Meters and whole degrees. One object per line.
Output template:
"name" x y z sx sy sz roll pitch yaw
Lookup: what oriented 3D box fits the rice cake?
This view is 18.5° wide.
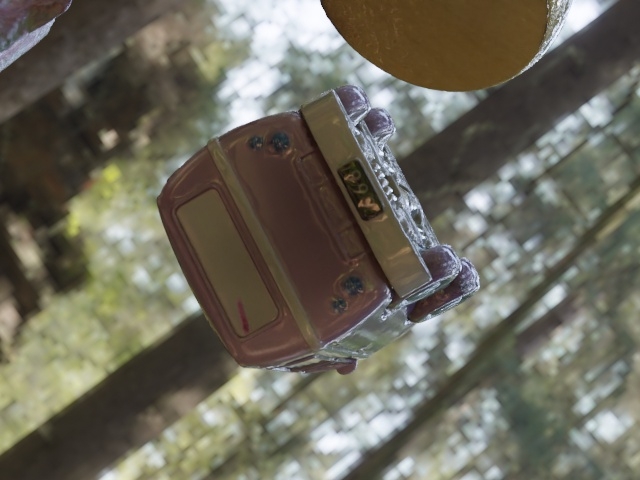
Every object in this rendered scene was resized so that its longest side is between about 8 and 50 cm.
"rice cake" -0.294 -0.111 1.464 0.081 0.290 0.051 -15 -65 47

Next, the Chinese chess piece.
"Chinese chess piece" 0.117 -0.259 1.849 0.251 0.097 0.251 15 -46 16

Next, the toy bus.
"toy bus" 0.000 0.000 1.180 0.142 0.142 0.202 61 7 10
